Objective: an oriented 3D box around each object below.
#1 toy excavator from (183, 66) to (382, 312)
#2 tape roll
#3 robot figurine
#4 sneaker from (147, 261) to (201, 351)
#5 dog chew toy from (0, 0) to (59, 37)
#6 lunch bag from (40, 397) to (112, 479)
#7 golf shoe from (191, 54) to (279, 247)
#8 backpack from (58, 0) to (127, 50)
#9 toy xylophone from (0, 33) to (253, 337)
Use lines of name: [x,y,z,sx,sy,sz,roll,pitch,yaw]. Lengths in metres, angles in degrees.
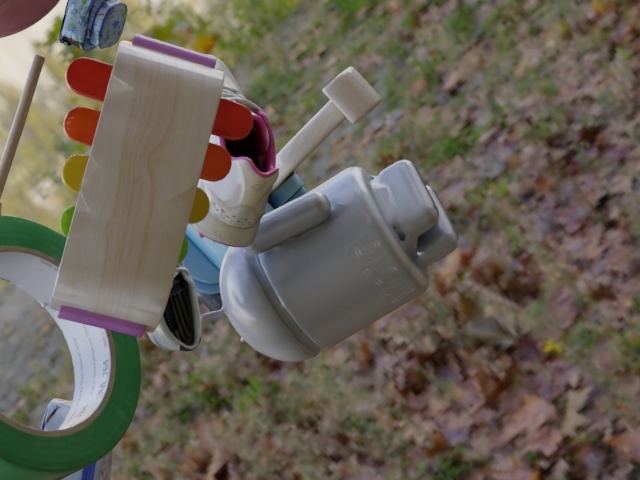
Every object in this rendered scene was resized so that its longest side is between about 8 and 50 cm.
toy excavator: [-0.098,-0.093,2.269,0.433,0.222,0.445,-43,2,-14]
tape roll: [-0.358,0.129,1.501,0.077,0.321,0.321,-29,23,35]
robot figurine: [0.008,0.034,1.745,0.353,0.300,0.200,-32,48,12]
sneaker: [-0.222,0.038,1.794,0.094,0.258,0.091,-31,22,-32]
dog chew toy: [-0.347,-0.330,1.282,0.206,0.206,0.332,-37,28,8]
lunch bag: [-0.390,0.406,2.006,0.303,0.115,0.243,99,174,-55]
golf shoe: [-0.108,-0.138,1.584,0.140,0.115,0.306,-53,39,39]
backpack: [-0.368,-0.375,2.097,0.105,0.084,0.114,-45,-28,-66]
toy xylophone: [-0.216,-0.071,1.326,0.081,0.236,0.323,168,125,-78]
